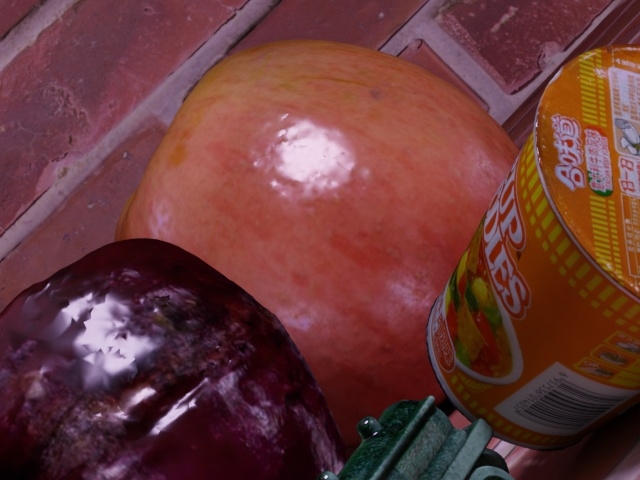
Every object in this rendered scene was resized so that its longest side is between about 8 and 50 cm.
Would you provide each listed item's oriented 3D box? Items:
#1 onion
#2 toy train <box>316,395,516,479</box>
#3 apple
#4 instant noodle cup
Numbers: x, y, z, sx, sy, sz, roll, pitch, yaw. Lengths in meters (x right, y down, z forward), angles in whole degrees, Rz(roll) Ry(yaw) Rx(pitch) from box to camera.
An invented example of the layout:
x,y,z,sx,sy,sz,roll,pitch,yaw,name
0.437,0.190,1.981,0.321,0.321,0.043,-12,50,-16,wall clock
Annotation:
x,y,z,sx,sy,sz,roll,pitch,yaw,name
-0.108,0.176,1.092,0.282,0.260,0.337,-37,-23,-44,onion
0.037,0.147,0.811,0.071,0.111,0.170,-37,7,43,toy train
0.000,0.000,1.363,0.364,0.364,0.364,-45,2,2,apple
0.143,0.019,0.829,0.168,0.168,0.185,-47,-5,-37,instant noodle cup
